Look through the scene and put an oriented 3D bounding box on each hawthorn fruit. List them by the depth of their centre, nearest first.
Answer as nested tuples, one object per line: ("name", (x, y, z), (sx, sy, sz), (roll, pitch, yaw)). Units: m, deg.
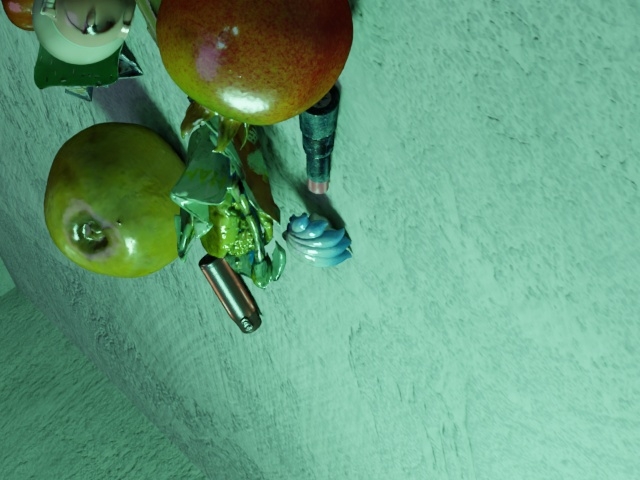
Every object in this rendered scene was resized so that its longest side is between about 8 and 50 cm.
("hawthorn fruit", (-0.471, -0.403, 2.236), (0.140, 0.125, 0.125), (52, 160, 7))

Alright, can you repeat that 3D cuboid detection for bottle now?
("bottle", (-0.346, -0.339, 1.979), (0.147, 0.147, 0.236), (58, 169, -12))
("bottle", (-0.162, 0.097, 2.460), (0.060, 0.060, 0.164), (13, 136, 60))

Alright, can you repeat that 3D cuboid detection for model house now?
("model house", (-0.378, -0.293, 2.216), (0.167, 0.117, 0.088), (-3, 166, 22))

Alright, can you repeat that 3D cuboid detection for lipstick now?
("lipstick", (-0.003, -0.129, 1.775), (0.053, 0.053, 0.234), (46, 163, 18))

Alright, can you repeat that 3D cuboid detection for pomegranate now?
("pomegranate", (-0.083, -0.221, 1.508), (0.221, 0.221, 0.256), (39, 112, 34))

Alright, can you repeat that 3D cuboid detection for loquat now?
("loquat", (-0.345, -0.071, 2.311), (0.275, 0.275, 0.275), (44, 158, 23))

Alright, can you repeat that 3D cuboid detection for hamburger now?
("hamburger", (-0.157, -0.054, 1.986), (0.260, 0.150, 0.276), (-156, 54, -72))

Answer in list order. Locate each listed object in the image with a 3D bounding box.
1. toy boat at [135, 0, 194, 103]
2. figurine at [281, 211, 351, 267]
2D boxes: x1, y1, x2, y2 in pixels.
("toy boat", (-0.209, -0.294, 1.919), (0.226, 0.068, 0.088), (58, 168, -14))
("figurine", (0.000, 0.000, 1.949), (0.114, 0.079, 0.114), (11, 152, 6))
